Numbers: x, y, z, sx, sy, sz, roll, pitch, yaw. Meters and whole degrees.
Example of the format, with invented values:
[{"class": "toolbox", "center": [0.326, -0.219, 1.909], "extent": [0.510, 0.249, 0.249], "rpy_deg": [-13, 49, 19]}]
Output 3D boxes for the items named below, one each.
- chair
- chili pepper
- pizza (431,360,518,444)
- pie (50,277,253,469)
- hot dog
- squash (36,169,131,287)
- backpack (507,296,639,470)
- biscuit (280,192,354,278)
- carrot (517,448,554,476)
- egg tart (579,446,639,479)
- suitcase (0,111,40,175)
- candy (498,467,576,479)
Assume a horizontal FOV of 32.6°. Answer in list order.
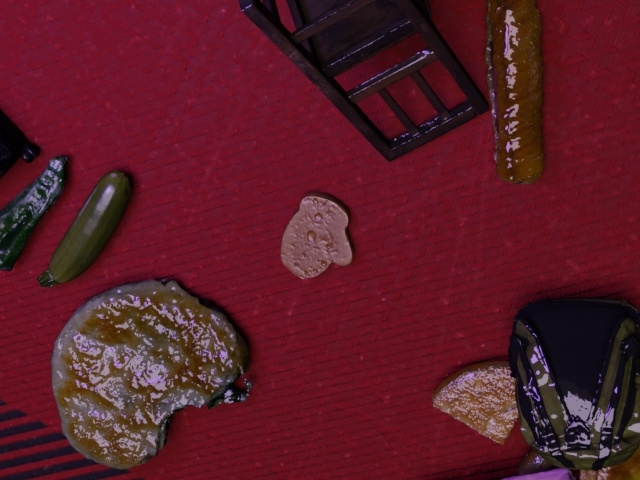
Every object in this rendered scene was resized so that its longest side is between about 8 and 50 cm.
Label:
[{"class": "chair", "center": [0.054, -0.331, 1.524], "extent": [0.203, 0.416, 0.240], "rpy_deg": [-27, 56, 17]}, {"class": "chili pepper", "center": [-0.479, -0.055, 1.779], "extent": [0.088, 0.059, 0.227], "rpy_deg": [41, 109, 2]}, {"class": "pizza", "center": [0.264, 0.253, 1.725], "extent": [0.175, 0.046, 0.134], "rpy_deg": [-6, 104, 14]}, {"class": "pie", "center": [-0.302, 0.219, 1.820], "extent": [0.371, 0.078, 0.296], "rpy_deg": [-37, 97, 19]}, {"class": "hot dog", "center": [0.279, -0.218, 1.561], "extent": [0.083, 0.068, 0.289], "rpy_deg": [-5, 105, 6]}, {"class": "squash", "center": [-0.376, -0.009, 1.767], "extent": [0.066, 0.066, 0.252], "rpy_deg": [36, 112, -1]}, {"class": "backpack", "center": [0.378, 0.205, 1.593], "extent": [0.207, 0.140, 0.253], "rpy_deg": [-4, 69, 16]}, {"class": "biscuit", "center": [0.000, -0.001, 1.712], "extent": [0.118, 0.023, 0.140], "rpy_deg": [33, 110, 0]}, {"class": "carrot", "center": [0.395, 0.294, 1.714], "extent": [0.049, 0.049, 0.254], "rpy_deg": [39, 108, -2]}, {"class": "egg tart", "center": [0.534, 0.367, 1.660], "extent": [0.295, 0.116, 0.294], "rpy_deg": [0, 97, 3]}, {"class": "suitcase", "center": [-0.649, -0.178, 1.723], "extent": [0.230, 0.152, 0.335], "rpy_deg": [-41, 95, 19]}, {"class": "candy", "center": [0.292, 0.458, 1.721], "extent": [0.265, 0.115, 0.155], "rpy_deg": [-15, 127, 19]}]
